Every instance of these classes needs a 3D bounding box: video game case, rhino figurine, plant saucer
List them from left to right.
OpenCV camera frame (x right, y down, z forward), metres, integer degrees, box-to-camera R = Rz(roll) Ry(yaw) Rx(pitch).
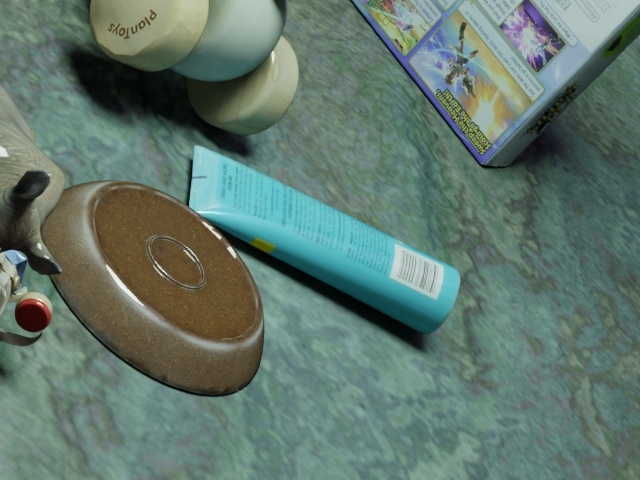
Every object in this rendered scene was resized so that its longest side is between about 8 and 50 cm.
[{"bbox_3d":[-0.185,-0.031,0.916,0.106,0.073,0.243,-5,22,-18],"label":"rhino figurine"},{"bbox_3d":[-0.096,0.021,1.119,0.168,0.029,0.168,32,29,-21],"label":"plant saucer"},{"bbox_3d":[0.159,-0.246,1.618,0.269,0.244,0.061,54,27,20],"label":"video game case"}]

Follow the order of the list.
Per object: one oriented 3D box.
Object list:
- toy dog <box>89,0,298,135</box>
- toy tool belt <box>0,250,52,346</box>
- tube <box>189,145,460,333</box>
[{"bbox_3d":[-0.085,-0.246,1.292,0.334,0.161,0.220,65,21,6],"label":"toy dog"},{"bbox_3d":[-0.180,0.019,0.974,0.083,0.052,0.051,19,24,-5],"label":"toy tool belt"},{"bbox_3d":[0.000,0.000,1.265,0.207,0.052,0.080,27,25,-19],"label":"tube"}]
